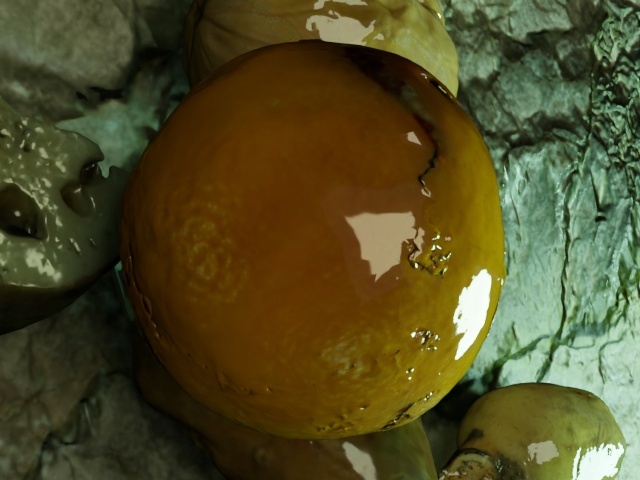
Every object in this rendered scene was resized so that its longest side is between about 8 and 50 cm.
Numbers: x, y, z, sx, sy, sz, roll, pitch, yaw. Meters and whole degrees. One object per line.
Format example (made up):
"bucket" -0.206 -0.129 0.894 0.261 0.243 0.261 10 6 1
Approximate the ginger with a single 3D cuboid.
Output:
"ginger" -0.005 0.172 0.799 0.172 0.165 0.321 -28 82 -28

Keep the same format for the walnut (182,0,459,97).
"walnut" 0.002 -0.144 0.832 0.222 0.195 0.195 21 71 -37

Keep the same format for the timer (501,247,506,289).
"timer" 0.096 0.031 0.895 0.132 0.152 0.132 6 79 -34

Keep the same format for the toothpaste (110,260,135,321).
"toothpaste" -0.074 0.015 0.851 0.197 0.035 0.057 -15 86 -33

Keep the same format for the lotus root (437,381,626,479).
"lotus root" 0.188 0.193 0.961 0.221 0.118 0.125 0 66 -38

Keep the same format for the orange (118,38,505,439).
"orange" 0.000 0.000 0.660 0.246 0.246 0.246 6 79 -35

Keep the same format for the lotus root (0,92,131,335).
"lotus root" -0.233 -0.016 0.690 0.235 0.119 0.138 24 64 -31
